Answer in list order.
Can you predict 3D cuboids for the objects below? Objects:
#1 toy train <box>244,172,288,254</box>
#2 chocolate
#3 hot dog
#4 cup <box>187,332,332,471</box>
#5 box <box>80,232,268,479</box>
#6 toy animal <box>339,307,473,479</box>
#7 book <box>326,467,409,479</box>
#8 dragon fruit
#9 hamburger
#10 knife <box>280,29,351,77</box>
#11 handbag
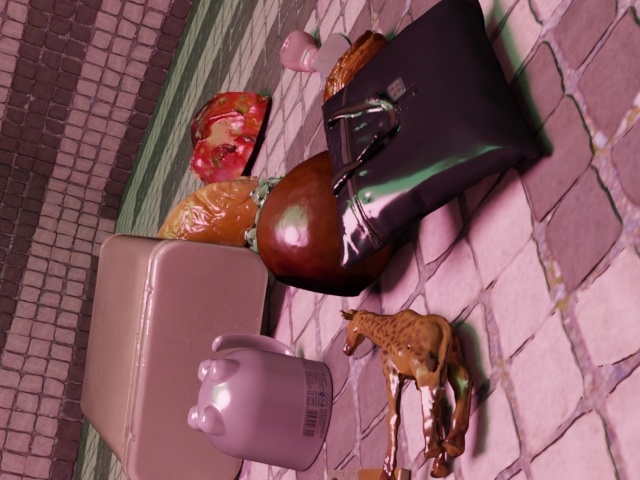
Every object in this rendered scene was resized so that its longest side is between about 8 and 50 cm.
[{"bbox_3d":[-0.060,-0.043,1.287,0.099,0.081,0.149,176,102,-68],"label":"toy train"},{"bbox_3d":[0.010,-0.025,0.941,0.176,0.176,0.177,-164,90,-71],"label":"chocolate"},{"bbox_3d":[0.044,-0.207,1.129,0.099,0.065,0.147,-159,83,-81],"label":"hot dog"},{"bbox_3d":[-0.075,0.179,1.039,0.134,0.141,0.174,135,146,-57],"label":"cup"},{"bbox_3d":[-0.249,0.166,1.353,0.343,0.177,0.352,9,92,61],"label":"box"},{"bbox_3d":[0.075,0.114,0.799,0.275,0.054,0.149,-112,38,-57],"label":"toy animal"},{"bbox_3d":[0.036,0.283,0.838,0.172,0.012,0.118,146,135,-63],"label":"book"},{"bbox_3d":[-0.201,-0.184,1.715,0.274,0.126,0.161,131,150,-53],"label":"dragon fruit"},{"bbox_3d":[-0.196,-0.025,1.557,0.208,0.155,0.135,-50,34,36],"label":"hamburger"},{"bbox_3d":[0.008,-0.294,1.372,0.081,0.043,0.336,-65,26,8],"label":"knife"},{"bbox_3d":[0.089,-0.110,0.828,0.211,0.088,0.254,-32,41,24],"label":"handbag"}]
